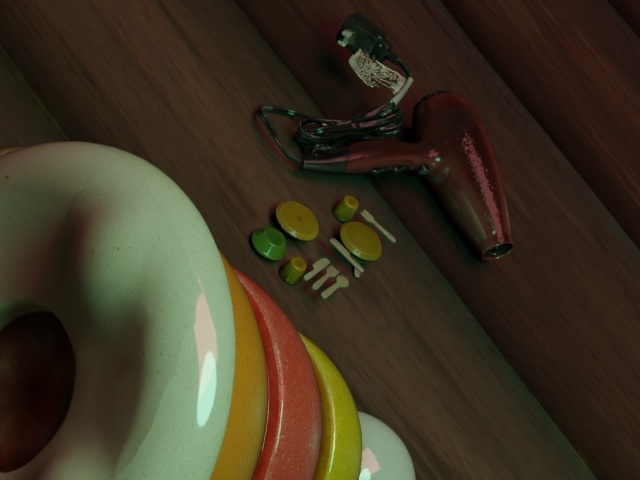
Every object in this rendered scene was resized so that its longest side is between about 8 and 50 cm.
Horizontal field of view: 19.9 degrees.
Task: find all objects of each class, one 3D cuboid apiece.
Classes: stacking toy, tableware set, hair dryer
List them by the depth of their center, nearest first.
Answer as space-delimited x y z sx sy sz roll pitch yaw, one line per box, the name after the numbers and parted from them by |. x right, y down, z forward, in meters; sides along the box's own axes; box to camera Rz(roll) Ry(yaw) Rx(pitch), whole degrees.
-0.091 0.151 1.375 0.480 0.351 0.350 25 38 -52 | stacking toy
0.000 0.000 1.756 0.104 0.024 0.154 44 39 5 | tableware set
0.084 -0.083 1.889 0.293 0.080 0.223 37 54 -1 | hair dryer

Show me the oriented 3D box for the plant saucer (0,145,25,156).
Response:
-0.253 -0.052 1.578 0.083 0.015 0.083 24 42 -24 | plant saucer
